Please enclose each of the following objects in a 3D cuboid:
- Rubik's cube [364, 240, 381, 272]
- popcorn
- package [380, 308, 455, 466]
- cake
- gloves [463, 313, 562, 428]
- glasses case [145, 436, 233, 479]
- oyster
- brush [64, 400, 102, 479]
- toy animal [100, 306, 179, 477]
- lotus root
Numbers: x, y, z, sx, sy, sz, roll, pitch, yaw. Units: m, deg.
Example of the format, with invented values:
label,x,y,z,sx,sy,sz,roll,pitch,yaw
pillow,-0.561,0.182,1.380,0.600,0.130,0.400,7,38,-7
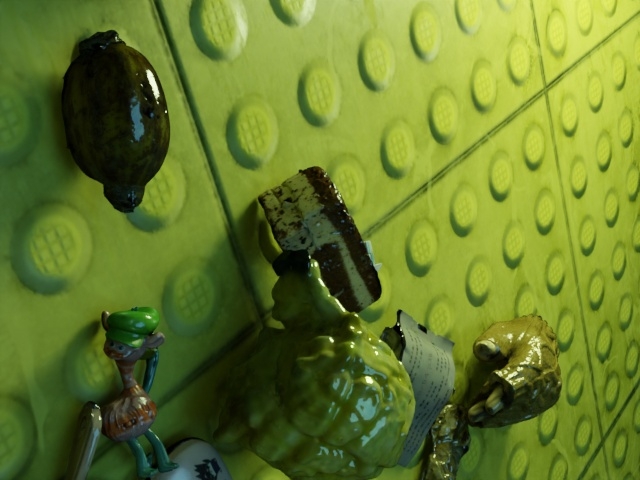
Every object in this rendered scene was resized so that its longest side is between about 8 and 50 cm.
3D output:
label,x,y,z,sx,sy,sz,roll,pitch,yaw
Rubik's cube,0.055,0.028,1.354,0.084,0.075,0.073,52,59,-37
popcorn,-0.011,0.211,1.162,0.237,0.293,0.293,37,66,-48
package,0.158,0.270,1.512,0.204,0.062,0.251,34,72,-44
cake,0.002,0.003,1.265,0.112,0.135,0.246,-30,139,-1
gloves,0.396,0.258,1.695,0.356,0.155,0.203,-29,106,-52
glasses case,-0.150,0.409,1.147,0.122,0.075,0.314,-35,119,-39
oyster,0.231,0.477,1.613,0.128,0.078,0.345,44,58,-52
brush,-0.314,0.336,0.962,0.067,0.072,0.313,21,76,-34
toy animal,-0.222,0.184,1.040,0.103,0.100,0.208,-17,99,-71
lotus root,-0.230,-0.135,0.971,0.120,0.120,0.210,-17,104,-48
